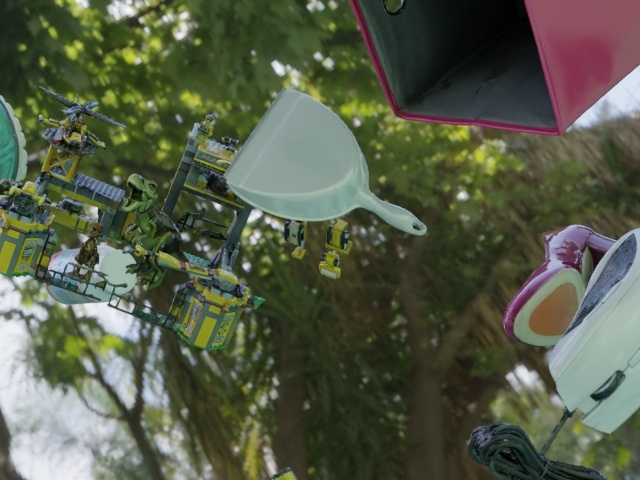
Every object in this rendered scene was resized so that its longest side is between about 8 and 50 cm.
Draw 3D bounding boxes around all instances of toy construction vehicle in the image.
[{"bbox_3d":[0.000,0.000,1.442,0.098,0.086,0.035,89,-155,-50],"label":"toy construction vehicle"}]

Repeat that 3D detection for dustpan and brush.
[{"bbox_3d":[0.021,-0.064,1.241,0.147,0.211,0.060,-58,-17,-24],"label":"dustpan and brush"}]

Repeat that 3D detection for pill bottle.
[{"bbox_3d":[-0.346,0.052,1.730,0.087,0.087,0.160,4,-7,-41],"label":"pill bottle"}]

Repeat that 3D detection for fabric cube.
[{"bbox_3d":[0.209,-0.295,1.246,0.258,0.259,0.254,-40,-58,-28],"label":"fabric cube"}]

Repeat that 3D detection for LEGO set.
[{"bbox_3d":[-0.190,-0.049,1.232,0.331,0.255,0.192,24,-68,-1],"label":"LEGO set"}]

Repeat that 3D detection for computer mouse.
[{"bbox_3d":[0.171,0.073,0.674,0.106,0.042,0.193,40,-109,-19],"label":"computer mouse"}]

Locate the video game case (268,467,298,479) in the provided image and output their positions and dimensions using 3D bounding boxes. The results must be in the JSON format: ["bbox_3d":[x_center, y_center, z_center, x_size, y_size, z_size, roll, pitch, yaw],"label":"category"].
[{"bbox_3d":[-0.040,0.470,1.506,0.035,0.248,0.275,-17,-28,-41],"label":"video game case"}]

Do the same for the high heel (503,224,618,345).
[{"bbox_3d":[0.354,0.070,1.837,0.377,0.181,0.127,-19,-67,-46],"label":"high heel"}]

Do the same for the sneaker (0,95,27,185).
[{"bbox_3d":[-0.439,-0.062,1.416,0.107,0.275,0.110,-2,-15,24],"label":"sneaker"}]
